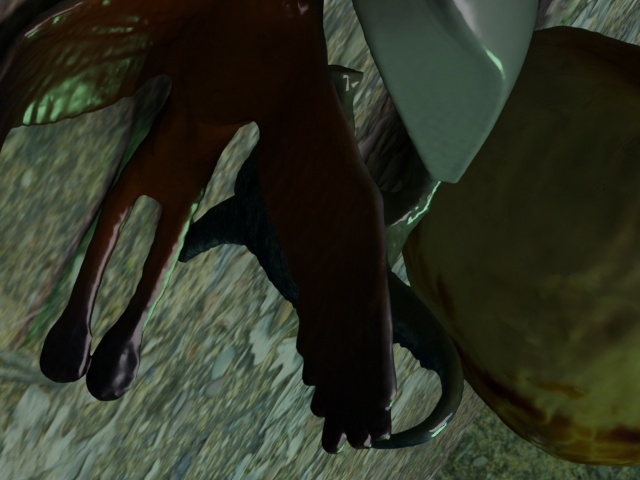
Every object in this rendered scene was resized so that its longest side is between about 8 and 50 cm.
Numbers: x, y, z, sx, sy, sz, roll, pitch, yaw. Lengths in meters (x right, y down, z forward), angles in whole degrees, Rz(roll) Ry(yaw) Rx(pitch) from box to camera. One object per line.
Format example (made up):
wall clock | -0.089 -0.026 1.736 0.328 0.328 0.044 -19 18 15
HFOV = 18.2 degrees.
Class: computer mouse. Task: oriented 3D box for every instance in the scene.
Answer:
computer mouse | 0.061 -0.113 0.898 0.231 0.079 0.128 59 29 -71

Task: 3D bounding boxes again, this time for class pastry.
pastry | 0.243 0.014 1.622 0.312 0.388 0.388 -65 165 17

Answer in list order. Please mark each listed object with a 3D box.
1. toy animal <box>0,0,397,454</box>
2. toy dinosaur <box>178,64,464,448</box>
toy animal | -0.043 -0.061 0.984 0.302 0.225 0.284 -66 -172 -8
toy dinosaur | 0.002 -0.012 1.044 0.363 0.076 0.147 35 -70 61
